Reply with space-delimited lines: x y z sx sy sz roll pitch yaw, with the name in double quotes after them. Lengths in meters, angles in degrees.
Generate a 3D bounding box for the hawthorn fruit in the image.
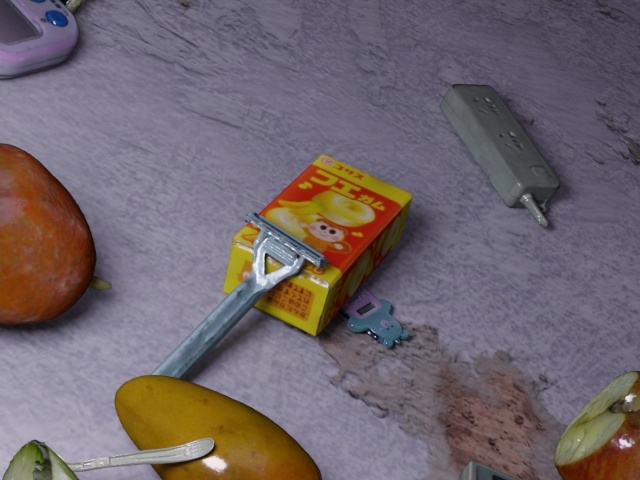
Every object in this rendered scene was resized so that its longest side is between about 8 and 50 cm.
-0.334 0.007 1.737 0.251 0.199 0.199 27 32 -39 "hawthorn fruit"

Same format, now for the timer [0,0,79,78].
-0.437 -0.302 2.099 0.208 0.069 0.190 46 39 18 "timer"

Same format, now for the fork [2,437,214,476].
-0.217 0.226 1.601 0.219 0.028 0.034 -8 43 -5 "fork"

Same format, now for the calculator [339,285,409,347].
0.052 0.087 2.036 0.141 0.019 0.094 42 36 15 "calculator"

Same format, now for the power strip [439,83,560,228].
0.287 -0.130 2.419 0.093 0.053 0.288 -1 47 -36 "power strip"

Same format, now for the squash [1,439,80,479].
-0.263 0.321 1.370 0.210 0.234 0.309 -6 51 -42 "squash"

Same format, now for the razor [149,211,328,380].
-0.115 0.089 1.830 0.111 0.056 0.278 33 61 15 "razor"

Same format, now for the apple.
0.391 0.255 1.948 0.160 0.173 0.195 26 33 1 "apple"

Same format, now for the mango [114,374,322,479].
-0.114 0.229 1.680 0.253 0.113 0.138 32 39 7 "mango"

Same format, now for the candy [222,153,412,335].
0.000 0.000 2.022 0.146 0.088 0.276 23 35 13 "candy"

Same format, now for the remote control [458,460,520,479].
0.295 0.359 1.876 0.285 0.038 0.123 24 37 -10 "remote control"

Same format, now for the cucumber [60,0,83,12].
-0.407 -0.404 2.235 0.074 0.074 0.241 -14 55 -44 "cucumber"
